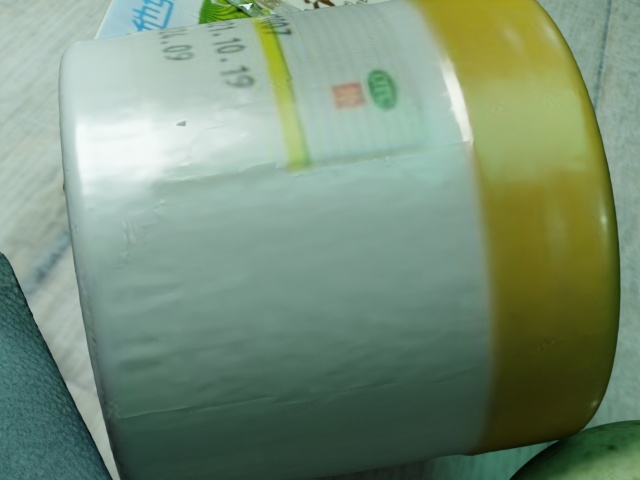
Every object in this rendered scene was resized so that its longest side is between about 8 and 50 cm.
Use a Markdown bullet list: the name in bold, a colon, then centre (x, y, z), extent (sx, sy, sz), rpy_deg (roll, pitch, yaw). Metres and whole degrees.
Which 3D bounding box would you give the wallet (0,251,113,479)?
- **wallet**: centre (-0.134, 0.137, 0.447), extent (0.379, 0.046, 0.190), rpy_deg (55, 14, 25)

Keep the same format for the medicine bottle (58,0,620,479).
- **medicine bottle**: centre (0.000, 0.000, 0.541), extent (0.231, 0.238, 0.238), rpy_deg (-8, 48, -7)

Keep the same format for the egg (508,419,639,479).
- **egg**: centre (0.173, 0.177, 0.544), extent (0.177, 0.177, 0.228), rpy_deg (44, 28, 19)

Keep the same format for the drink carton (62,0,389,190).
- **drink carton**: centre (-0.001, -0.090, 0.764), extent (0.324, 0.132, 0.194), rpy_deg (17, 42, -10)
